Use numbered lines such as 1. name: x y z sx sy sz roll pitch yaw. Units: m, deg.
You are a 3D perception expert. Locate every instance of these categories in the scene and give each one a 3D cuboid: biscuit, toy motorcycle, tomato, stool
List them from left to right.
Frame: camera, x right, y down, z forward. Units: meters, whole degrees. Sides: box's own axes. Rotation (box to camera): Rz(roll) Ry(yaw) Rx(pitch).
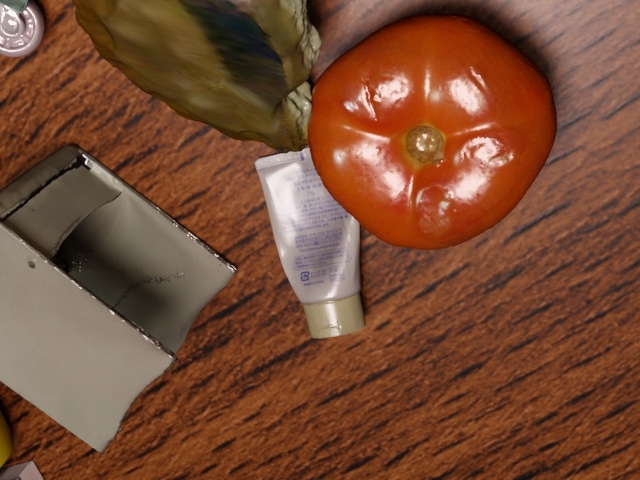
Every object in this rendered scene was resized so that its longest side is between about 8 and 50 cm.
1. toy motorcycle: -0.375 -0.331 1.218 0.112 0.112 0.254 -18 108 18
2. stool: -0.274 0.057 1.267 0.269 0.244 0.170 37 115 -5
3. biscuit: -0.102 -0.203 1.142 0.329 0.078 0.335 -7 140 45
4. tomato: 0.115 -0.121 1.146 0.259 0.180 0.260 4 110 10

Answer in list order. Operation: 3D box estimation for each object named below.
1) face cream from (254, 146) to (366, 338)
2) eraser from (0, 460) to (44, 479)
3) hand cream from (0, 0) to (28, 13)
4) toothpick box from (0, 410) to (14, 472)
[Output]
1. face cream: 0.000 0.000 1.295 0.114 0.070 0.224 -10 97 15
2. eraser: -0.370 0.512 1.560 0.098 0.096 0.404 -19 108 19
3. hand cream: -0.296 -0.397 1.138 0.111 0.070 0.312 20 104 -34
4. toothpick box: -0.524 0.211 1.427 0.175 0.175 0.271 -21 110 19
